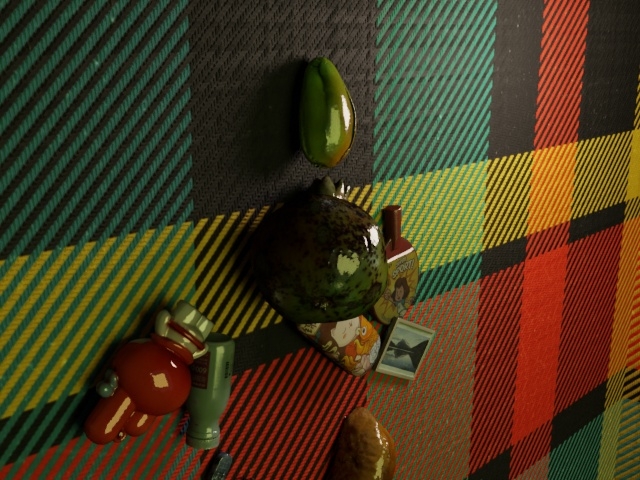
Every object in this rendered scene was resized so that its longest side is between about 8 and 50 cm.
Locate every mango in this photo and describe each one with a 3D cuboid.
[{"bbox_3d":[0.013,-0.266,1.743,0.125,0.111,0.232,2,86,-63],"label":"mango"}]

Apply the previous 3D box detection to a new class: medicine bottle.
[{"bbox_3d":[-0.221,0.292,1.637,0.090,0.090,0.216,-2,102,-49],"label":"medicine bottle"}]

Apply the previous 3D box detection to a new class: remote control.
[{"bbox_3d":[-0.225,0.512,1.742,0.043,0.027,0.152,32,78,-54],"label":"remote control"}]

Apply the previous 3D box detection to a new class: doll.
[{"bbox_3d":[-0.304,0.245,1.502,0.290,0.130,0.161,-55,135,-16],"label":"doll"}]

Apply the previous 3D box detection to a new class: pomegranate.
[{"bbox_3d":[0.000,0.000,1.716,0.340,0.285,0.285,-87,153,-43],"label":"pomegranate"}]

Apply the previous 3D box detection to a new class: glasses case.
[{"bbox_3d":[0.040,0.207,1.918,0.321,0.082,0.122,45,68,-45],"label":"glasses case"}]

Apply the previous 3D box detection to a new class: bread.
[{"bbox_3d":[0.111,0.549,2.053,0.129,0.134,0.260,26,81,-50],"label":"bread"}]

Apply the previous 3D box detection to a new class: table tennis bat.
[{"bbox_3d":[0.178,0.063,2.078,0.200,0.038,0.310,-24,121,-44],"label":"table tennis bat"}]

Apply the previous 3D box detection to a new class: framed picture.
[{"bbox_3d":[0.218,0.282,2.173,0.203,0.015,0.150,25,88,-52],"label":"framed picture"}]

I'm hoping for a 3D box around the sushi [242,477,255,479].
[{"bbox_3d":[-0.158,0.546,1.827,0.046,0.044,0.083,-51,136,3],"label":"sushi"}]
